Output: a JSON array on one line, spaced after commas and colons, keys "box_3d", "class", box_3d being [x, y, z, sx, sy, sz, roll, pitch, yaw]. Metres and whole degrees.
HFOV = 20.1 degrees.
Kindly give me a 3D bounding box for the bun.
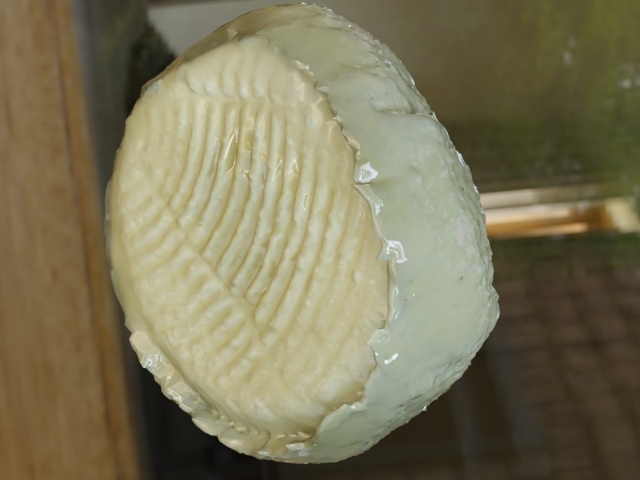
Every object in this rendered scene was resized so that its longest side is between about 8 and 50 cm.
[{"box_3d": [0.000, 0.000, 1.030, 0.259, 0.152, 0.259, 12, -72, 42], "class": "bun"}]
